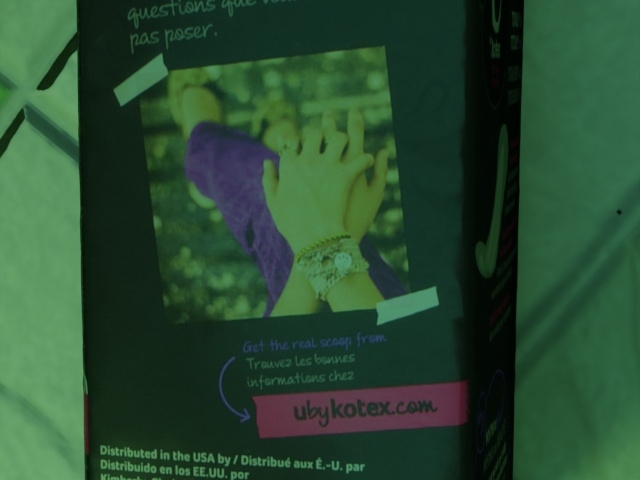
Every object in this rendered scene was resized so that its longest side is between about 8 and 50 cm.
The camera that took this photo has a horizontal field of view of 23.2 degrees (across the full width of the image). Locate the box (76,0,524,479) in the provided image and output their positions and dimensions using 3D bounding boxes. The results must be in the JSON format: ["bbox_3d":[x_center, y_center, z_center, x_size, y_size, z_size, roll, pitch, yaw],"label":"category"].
[{"bbox_3d":[0.000,0.000,0.598,0.143,0.165,0.270,2,97,12],"label":"box"}]
